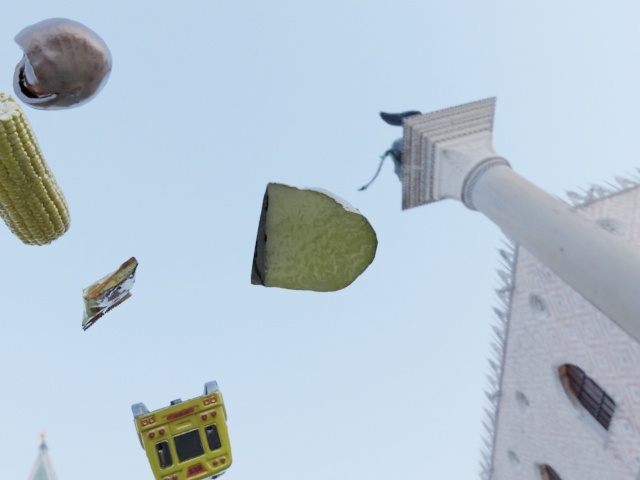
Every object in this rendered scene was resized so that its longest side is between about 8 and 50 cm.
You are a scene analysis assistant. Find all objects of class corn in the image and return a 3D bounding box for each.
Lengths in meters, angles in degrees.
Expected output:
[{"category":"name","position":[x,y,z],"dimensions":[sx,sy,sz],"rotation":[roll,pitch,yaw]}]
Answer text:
[{"category":"corn","position":[-0.428,-0.091,0.822],"dimensions":[0.093,0.093,0.244],"rotation":[-18,-39,-14]}]

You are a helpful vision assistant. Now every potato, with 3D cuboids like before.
[{"category":"potato","position":[0.000,0.000,0.507],"dimensions":[0.103,0.066,0.096],"rotation":[15,-73,10]}]

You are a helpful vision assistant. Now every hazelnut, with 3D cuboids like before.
[{"category":"hazelnut","position":[-0.221,-0.147,0.499],"dimensions":[0.086,0.086,0.086],"rotation":[-13,-54,-18]}]

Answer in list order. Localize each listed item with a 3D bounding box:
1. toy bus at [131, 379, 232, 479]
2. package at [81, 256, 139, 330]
[{"category":"toy bus","position":[-0.229,0.346,0.999],"dimensions":[0.145,0.151,0.331],"rotation":[-16,-18,-17]},{"category":"package","position":[-0.354,0.090,0.977],"dimensions":[0.108,0.031,0.121],"rotation":[-42,-11,-39]}]
